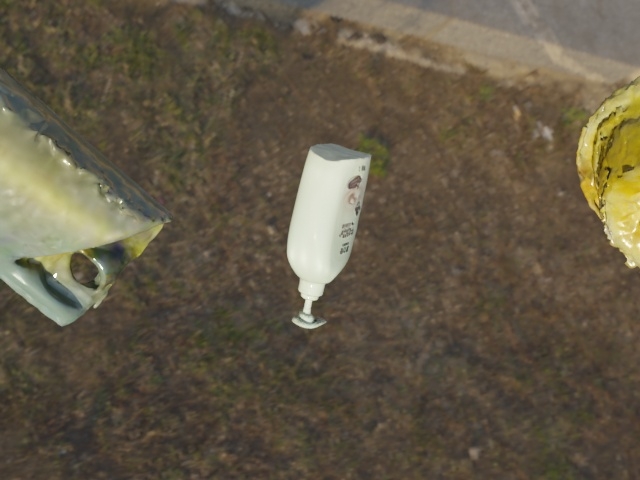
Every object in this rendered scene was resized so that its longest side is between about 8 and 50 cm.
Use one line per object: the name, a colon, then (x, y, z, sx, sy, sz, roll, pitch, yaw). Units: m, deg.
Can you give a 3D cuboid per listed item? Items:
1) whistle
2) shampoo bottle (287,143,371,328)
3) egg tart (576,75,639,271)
whistle: (-0.185, -0.082, 0.386, 0.068, 0.057, 0.326, -48, 121, -4)
shampoo bottle: (0.000, 0.000, 0.890, 0.077, 0.045, 0.151, -18, 124, -67)
egg tart: (0.254, -0.027, 0.738, 0.191, 0.191, 0.074, 50, 58, -11)
